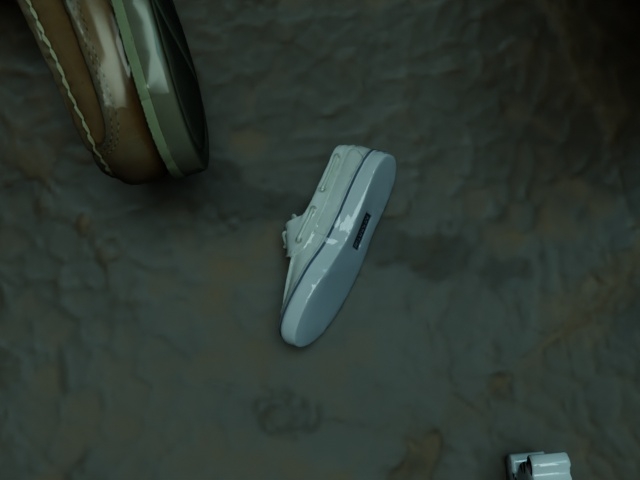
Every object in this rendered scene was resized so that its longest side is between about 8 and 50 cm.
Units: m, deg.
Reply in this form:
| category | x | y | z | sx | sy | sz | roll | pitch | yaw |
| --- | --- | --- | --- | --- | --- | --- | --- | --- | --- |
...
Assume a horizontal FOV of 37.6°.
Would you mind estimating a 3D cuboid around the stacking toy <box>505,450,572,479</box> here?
| category | x | y | z | sx | sy | sz | roll | pitch | yaw |
| --- | --- | --- | --- | --- | --- | --- | --- | --- | --- |
| stacking toy | 0.179 | 0.184 | 0.402 | 0.167 | 0.052 | 0.221 | -5 | 81 | -4 |

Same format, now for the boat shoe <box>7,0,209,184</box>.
| category | x | y | z | sx | sy | sz | roll | pitch | yaw |
| --- | --- | --- | --- | --- | --- | --- | --- | --- | --- |
| boat shoe | -0.139 | -0.151 | 0.424 | 0.104 | 0.111 | 0.307 | -21 | 72 | -3 |

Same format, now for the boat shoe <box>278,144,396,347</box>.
| category | x | y | z | sx | sy | sz | roll | pitch | yaw |
| --- | --- | --- | --- | --- | --- | --- | --- | --- | --- |
| boat shoe | 0.000 | 0.000 | 0.437 | 0.035 | 0.035 | 0.100 | 20 | 82 | 28 |
